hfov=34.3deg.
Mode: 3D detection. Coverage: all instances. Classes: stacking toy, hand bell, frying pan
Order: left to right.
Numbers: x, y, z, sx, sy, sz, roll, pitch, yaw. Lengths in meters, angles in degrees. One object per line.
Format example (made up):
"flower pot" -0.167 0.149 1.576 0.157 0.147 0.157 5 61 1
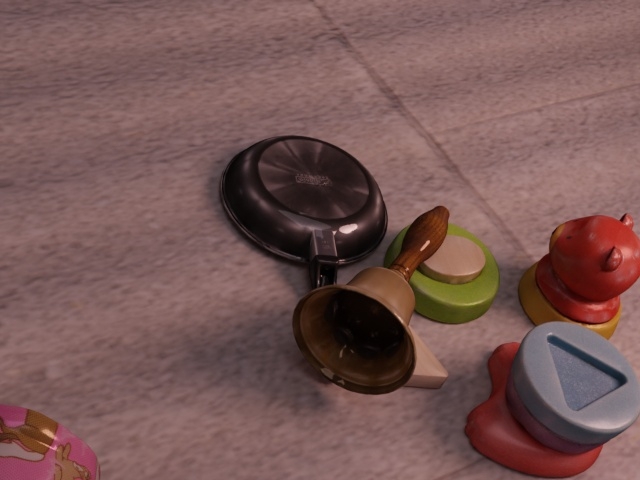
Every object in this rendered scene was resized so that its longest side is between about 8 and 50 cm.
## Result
"frying pan" -0.027 -0.012 1.117 0.197 0.053 0.326 20 42 -2
"hand bell" 0.081 0.031 1.048 0.126 0.126 0.242 31 43 7
"stacking toy" 0.207 0.067 1.076 0.279 0.130 0.309 22 44 -3

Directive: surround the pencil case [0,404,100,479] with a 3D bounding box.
"pencil case" -0.237 0.297 0.653 0.160 0.167 0.386 -4 48 2
